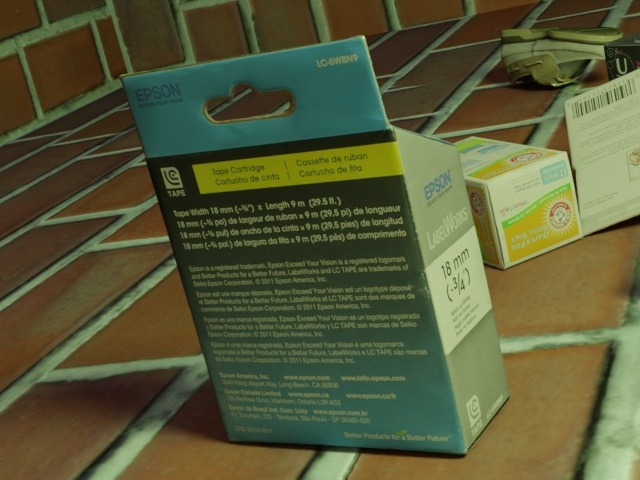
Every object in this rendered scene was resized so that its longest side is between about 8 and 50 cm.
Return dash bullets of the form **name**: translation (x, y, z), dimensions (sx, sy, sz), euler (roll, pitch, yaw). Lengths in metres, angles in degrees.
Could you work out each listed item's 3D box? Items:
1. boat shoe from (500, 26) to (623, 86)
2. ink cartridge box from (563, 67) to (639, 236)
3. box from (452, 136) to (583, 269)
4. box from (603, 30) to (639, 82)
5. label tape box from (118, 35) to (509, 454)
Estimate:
- **boat shoe**: translation (0.427, -0.323, 2.134), dimensions (0.113, 0.103, 0.302), euler (-7, 11, -23)
- **ink cartridge box**: translation (0.436, -0.125, 1.401), dimensions (0.296, 0.066, 0.261), euler (-23, 37, 25)
- **box**: translation (0.193, -0.048, 1.400), dimensions (0.114, 0.103, 0.203), euler (-21, 17, -20)
- **box**: translation (0.545, -0.242, 1.687), dimensions (0.247, 0.142, 0.163), euler (-23, 18, -27)
- **label tape box**: translation (0.000, 0.000, 0.984), dimensions (0.241, 0.333, 0.106), euler (-3, 20, 34)
